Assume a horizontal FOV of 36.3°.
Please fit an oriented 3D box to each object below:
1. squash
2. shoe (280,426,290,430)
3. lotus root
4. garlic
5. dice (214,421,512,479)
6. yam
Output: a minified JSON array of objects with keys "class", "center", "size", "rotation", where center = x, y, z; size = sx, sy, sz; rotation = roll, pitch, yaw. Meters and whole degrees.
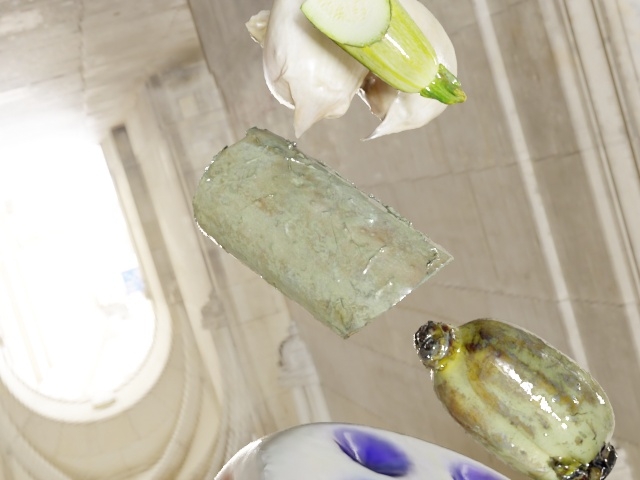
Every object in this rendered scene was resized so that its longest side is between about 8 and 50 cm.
[{"class":"squash","center":[0.072,-0.210,1.022],"size":[0.090,0.200,0.075],"rotation":[-44,173,-10]},{"class":"shoe","center":[-0.091,0.303,1.069],"size":[0.110,0.095,0.265],"rotation":[-41,169,-50]},{"class":"lotus root","center":[0.260,0.205,1.317],"size":[0.173,0.309,0.173],"rotation":[-50,-178,2]},{"class":"garlic","center":[0.034,-0.246,1.264],"size":[0.249,0.286,0.313],"rotation":[-39,-158,1]},{"class":"dice","center":[0.035,0.335,0.734],"size":[0.304,0.304,0.277],"rotation":[22,-163,-15]},{"class":"yam","center":[0.000,0.000,1.207],"size":[0.168,0.304,0.168],"rotation":[-45,159,-22]}]
